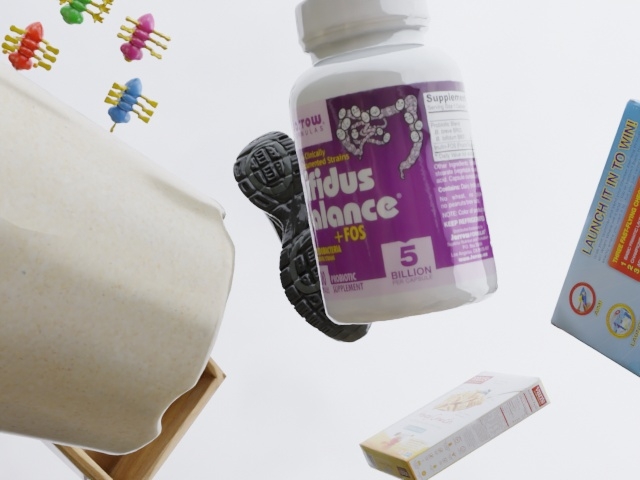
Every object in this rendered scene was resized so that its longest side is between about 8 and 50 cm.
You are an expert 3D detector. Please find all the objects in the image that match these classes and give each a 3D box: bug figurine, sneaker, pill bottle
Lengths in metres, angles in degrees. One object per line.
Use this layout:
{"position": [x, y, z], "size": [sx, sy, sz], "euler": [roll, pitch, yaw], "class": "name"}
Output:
{"position": [-0.386, -0.321, 1.870], "size": [0.279, 0.216, 0.072], "euler": [29, 12, -26], "class": "bug figurine"}
{"position": [0.000, 0.000, 1.305], "size": [0.130, 0.109, 0.286], "euler": [44, 19, -58], "class": "sneaker"}
{"position": [0.061, -0.082, 1.038], "size": [0.169, 0.169, 0.302], "euler": [-11, -90, 51], "class": "pill bottle"}

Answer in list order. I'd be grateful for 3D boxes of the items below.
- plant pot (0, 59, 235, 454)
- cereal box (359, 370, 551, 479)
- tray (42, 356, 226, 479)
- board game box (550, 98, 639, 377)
{"position": [-0.246, 0.012, 0.832], "size": [0.305, 0.334, 0.334], "euler": [25, -24, -28], "class": "plant pot"}
{"position": [0.193, 0.267, 1.608], "size": [0.047, 0.240, 0.173], "euler": [65, -20, -7], "class": "cereal box"}
{"position": [-0.288, 0.100, 1.235], "size": [0.076, 0.203, 0.411], "euler": [9, -37, 43], "class": "tray"}
{"position": [0.450, 0.026, 1.299], "size": [0.302, 0.086, 0.308], "euler": [35, -65, 47], "class": "board game box"}
